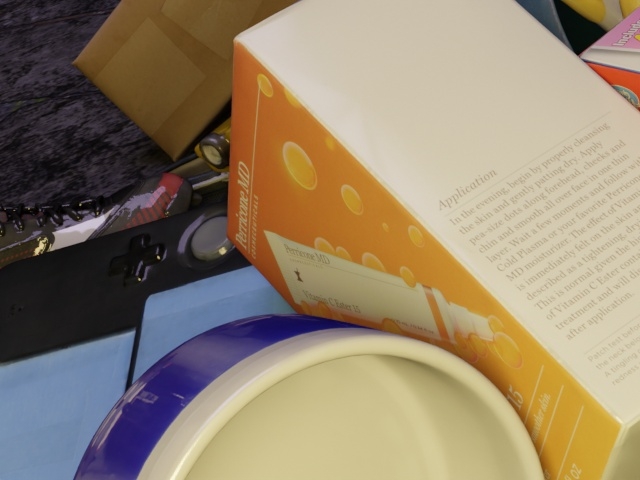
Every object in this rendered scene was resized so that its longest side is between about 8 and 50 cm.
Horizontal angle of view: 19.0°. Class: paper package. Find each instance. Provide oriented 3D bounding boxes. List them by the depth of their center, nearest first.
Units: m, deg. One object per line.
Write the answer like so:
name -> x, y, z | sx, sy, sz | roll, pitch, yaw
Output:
paper package -> -0.082, -0.292, 2.166 | 0.325, 0.168, 0.309 | -46, 2, 38

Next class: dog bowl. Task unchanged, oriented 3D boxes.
dog bowl -> -0.006, 0.175, 1.057 | 0.265, 0.264, 0.104 | -30, 21, -24

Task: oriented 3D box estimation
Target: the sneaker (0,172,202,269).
sneaker -> -0.244, 0.007, 1.754 | 0.276, 0.135, 0.097 | -34, 15, 1

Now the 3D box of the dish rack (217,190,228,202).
dish rack -> 0.000, 0.000, 1.728 | 0.272, 0.074, 0.208 | -7, 26, 25

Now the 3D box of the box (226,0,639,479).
box -> 0.110, 0.009, 1.198 | 0.168, 0.215, 0.345 | -31, 62, -24

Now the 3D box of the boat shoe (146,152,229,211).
boat shoe -> -0.051, -0.085, 1.934 | 0.114, 0.091, 0.302 | 6, 33, 47

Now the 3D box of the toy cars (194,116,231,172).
toy cars -> 0.052, -0.154, 1.727 | 0.394, 0.087, 0.176 | -34, 11, 17

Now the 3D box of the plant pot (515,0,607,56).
plant pot -> 0.252, -0.134, 1.612 | 0.290, 0.290, 0.195 | -40, -1, -41

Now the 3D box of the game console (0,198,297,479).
game console -> -0.127, 0.134, 1.344 | 0.342, 0.060, 0.386 | -12, 46, 20

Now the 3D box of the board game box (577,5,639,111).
board game box -> 0.339, -0.125, 1.101 | 0.242, 0.064, 0.316 | -39, 31, -18

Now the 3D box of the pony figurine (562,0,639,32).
pony figurine -> 0.349, -0.107, 1.365 | 0.351, 0.363, 0.303 | -26, -4, -28
